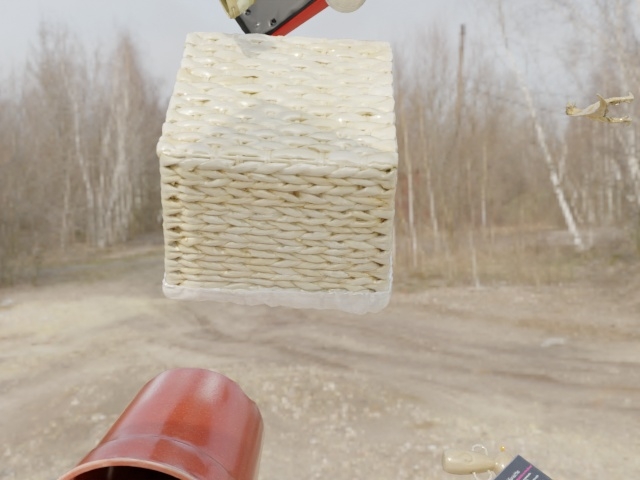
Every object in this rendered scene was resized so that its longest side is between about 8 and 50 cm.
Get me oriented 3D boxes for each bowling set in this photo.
[{"bbox_3d":[0.273,0.503,1.434,0.154,0.287,0.200,5,-41,-4],"label":"bowling set"}]

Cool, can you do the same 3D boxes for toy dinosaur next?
[{"bbox_3d":[0.441,-0.202,1.349,0.092,0.053,0.183,-6,5,-1],"label":"toy dinosaur"}]

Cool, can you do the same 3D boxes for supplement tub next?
[{"bbox_3d":[0.044,-0.374,1.221,0.071,0.071,0.107,-2,-3,-9],"label":"supplement tub"}]

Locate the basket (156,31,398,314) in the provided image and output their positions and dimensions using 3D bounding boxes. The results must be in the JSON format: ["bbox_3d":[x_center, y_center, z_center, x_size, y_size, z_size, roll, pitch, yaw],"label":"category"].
[{"bbox_3d":[-0.050,-0.105,1.232,0.331,0.267,0.328,4,44,-2],"label":"basket"}]

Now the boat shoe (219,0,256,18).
[{"bbox_3d":[-0.148,-0.366,1.135,0.048,0.153,0.056,-44,18,-17],"label":"boat shoe"}]

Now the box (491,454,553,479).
[{"bbox_3d":[0.222,0.410,1.078,0.142,0.163,0.247,36,29,25],"label":"box"}]

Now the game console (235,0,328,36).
[{"bbox_3d":[-0.073,-0.580,1.538,0.342,0.387,0.060,-35,-13,5],"label":"game console"}]

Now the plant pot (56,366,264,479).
[{"bbox_3d":[-0.194,0.319,1.136,0.272,0.273,0.265,-2,23,9],"label":"plant pot"}]
